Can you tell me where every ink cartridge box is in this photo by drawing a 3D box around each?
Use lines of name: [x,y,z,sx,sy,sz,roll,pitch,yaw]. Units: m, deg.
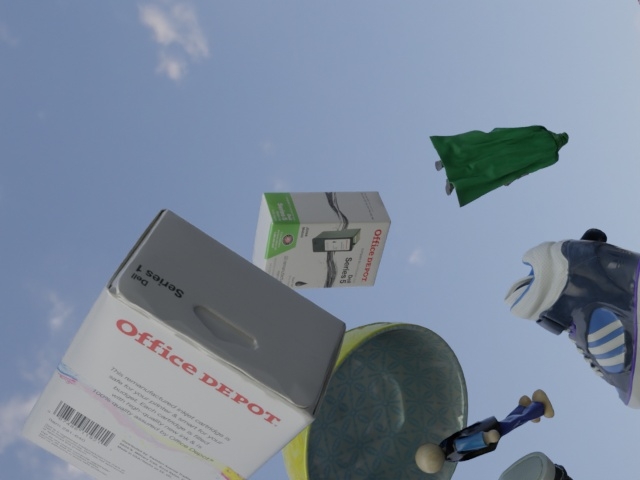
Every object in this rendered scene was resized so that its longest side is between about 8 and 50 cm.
ink cartridge box: [-0.134,0.132,0.823,0.201,0.278,0.117,33,-137,-8]
ink cartridge box: [0.000,0.000,1.955,0.272,0.198,0.115,-2,-139,-17]

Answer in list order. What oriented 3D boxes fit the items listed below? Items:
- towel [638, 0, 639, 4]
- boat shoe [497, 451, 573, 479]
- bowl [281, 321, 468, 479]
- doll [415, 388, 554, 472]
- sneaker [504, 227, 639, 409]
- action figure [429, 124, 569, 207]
towel: [0.714,-0.381,1.767,0.198,0.031,0.275,-1,-114,-57]
boat shoe: [0.258,0.430,1.316,0.091,0.302,0.114,39,-144,-10]
bowl: [0.046,0.241,1.185,0.289,0.156,0.290,-7,-79,-39]
doll: [0.204,0.251,1.125,0.188,0.129,0.046,-20,-105,-23]
sneaker: [0.417,0.127,1.408,0.130,0.236,0.323,-59,-33,-40]
action figure: [0.312,-0.141,1.475,0.063,0.232,0.137,100,153,-71]
